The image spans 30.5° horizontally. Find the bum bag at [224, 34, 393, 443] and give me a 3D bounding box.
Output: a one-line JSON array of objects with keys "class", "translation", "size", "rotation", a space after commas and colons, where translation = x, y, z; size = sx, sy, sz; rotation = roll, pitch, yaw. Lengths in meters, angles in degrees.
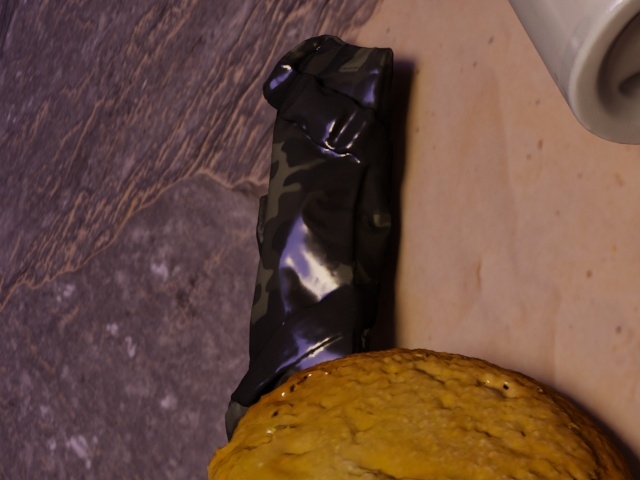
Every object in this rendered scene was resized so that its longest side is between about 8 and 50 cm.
[{"class": "bum bag", "translation": [0.000, 0.000, 0.848], "size": [0.144, 0.095, 0.341], "rotation": [-19, 58, 50]}]

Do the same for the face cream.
[{"class": "face cream", "translation": [0.137, -0.236, 0.690], "size": [0.145, 0.145, 0.370], "rotation": [-48, 48, 33]}]

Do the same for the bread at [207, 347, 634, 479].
[{"class": "bread", "translation": [0.055, 0.157, 0.648], "size": [0.240, 0.239, 0.139], "rotation": [42, 145, 48]}]
